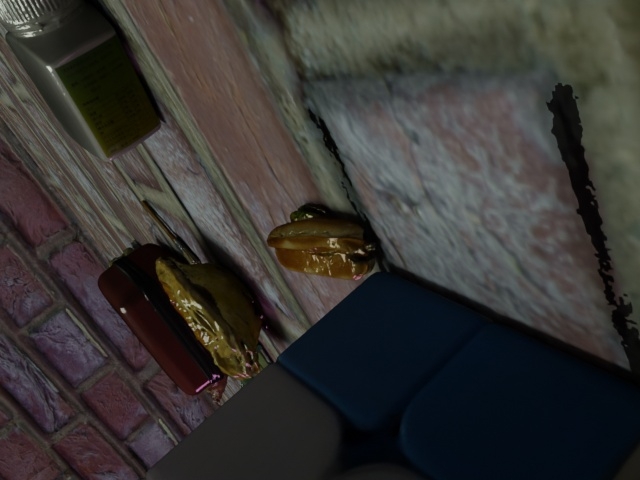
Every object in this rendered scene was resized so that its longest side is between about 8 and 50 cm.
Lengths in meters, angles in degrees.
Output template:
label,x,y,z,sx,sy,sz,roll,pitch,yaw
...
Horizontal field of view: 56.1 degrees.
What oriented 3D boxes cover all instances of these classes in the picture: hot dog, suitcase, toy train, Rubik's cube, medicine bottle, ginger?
label,x,y,z,sx,sy,sz,roll,pitch,yaw
hot dog,0.000,0.000,0.495,0.133,0.041,0.056,4,131,54
suitcase,-0.315,0.163,1.267,0.236,0.161,0.297,20,143,55
toy train,-0.129,0.243,1.124,0.122,0.081,0.050,62,166,-26
Rubik's cube,0.079,0.285,0.364,0.346,0.347,0.344,24,148,50
medicine bottle,-0.266,-0.194,0.645,0.132,0.088,0.188,35,155,37
ginger,-0.330,0.381,1.778,0.084,0.122,0.290,9,142,14

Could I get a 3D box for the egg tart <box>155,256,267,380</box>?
label,x,y,z,sx,sy,sz,roll,pitch,yaw
egg tart,-0.160,0.110,0.928,0.241,0.106,0.241,46,162,20

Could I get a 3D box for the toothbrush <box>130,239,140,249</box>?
label,x,y,z,sx,sy,sz,roll,pitch,yaw
toothbrush,-0.440,0.061,1.570,0.194,0.017,0.014,41,162,26

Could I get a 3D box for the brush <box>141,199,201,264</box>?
label,x,y,z,sx,sy,sz,roll,pitch,yaw
brush,-0.273,-0.013,1.091,0.170,0.014,0.043,47,162,14

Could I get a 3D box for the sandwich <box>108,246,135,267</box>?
label,x,y,z,sx,sy,sz,roll,pitch,yaw
sandwich,-0.466,0.162,1.669,0.301,0.099,0.271,52,167,-4
